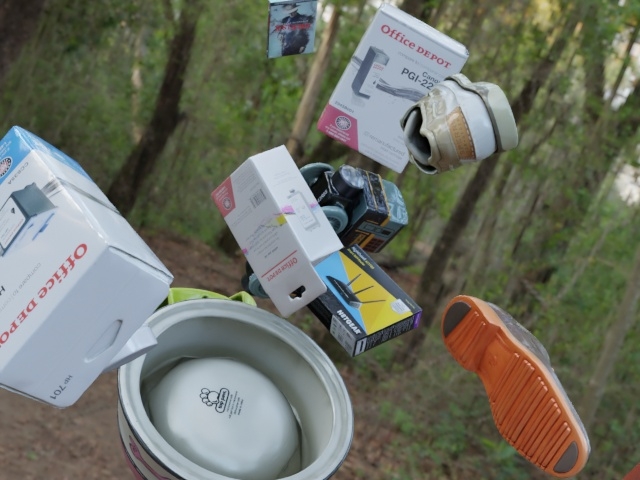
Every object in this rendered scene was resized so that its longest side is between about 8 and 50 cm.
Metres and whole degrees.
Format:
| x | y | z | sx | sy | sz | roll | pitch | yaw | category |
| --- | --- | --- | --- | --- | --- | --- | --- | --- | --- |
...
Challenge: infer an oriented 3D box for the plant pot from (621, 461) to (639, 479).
| x | y | z | sx | sy | sz | roll | pitch | yaw | category |
| --- | --- | --- | --- | --- | --- | --- | --- | --- | --- |
| 0.616 | 0.484 | 1.681 | 0.267 | 0.267 | 0.235 | 43 | 24 | 15 | plant pot |

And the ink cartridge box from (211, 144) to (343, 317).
| x | y | z | sx | sy | sz | roll | pitch | yaw | category |
| --- | --- | --- | --- | --- | --- | --- | --- | --- | --- |
| -0.049 | -0.010 | 1.363 | 0.067 | 0.115 | 0.198 | -24 | 82 | -41 | ink cartridge box |

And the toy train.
| x | y | z | sx | sy | sz | roll | pitch | yaw | category |
| --- | --- | --- | --- | --- | --- | --- | --- | --- | --- |
| 0.000 | 0.000 | 1.792 | 0.190 | 0.334 | 0.142 | 16 | 43 | -31 | toy train |

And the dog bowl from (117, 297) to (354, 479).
| x | y | z | sx | sy | sz | roll | pitch | yaw | category |
| --- | --- | --- | --- | --- | --- | --- | --- | --- | --- |
| -0.158 | 0.297 | 1.735 | 0.408 | 0.150 | 0.408 | 16 | 41 | -14 | dog bowl |

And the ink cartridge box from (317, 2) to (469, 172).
| x | y | z | sx | sy | sz | roll | pitch | yaw | category |
| --- | --- | --- | --- | --- | --- | --- | --- | --- | --- |
| 0.113 | -0.240 | 1.624 | 0.158 | 0.218 | 0.092 | 28 | 18 | -4 | ink cartridge box |

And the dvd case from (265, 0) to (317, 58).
| x | y | z | sx | sy | sz | roll | pitch | yaw | category |
| --- | --- | --- | --- | --- | --- | --- | --- | --- | --- |
| -0.050 | -0.373 | 1.797 | 0.087 | 0.119 | 0.013 | -10 | 49 | -15 | dvd case |

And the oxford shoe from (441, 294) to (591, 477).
| x | y | z | sx | sy | sz | roll | pitch | yaw | category |
| --- | --- | --- | --- | --- | --- | --- | --- | --- | --- |
| 0.328 | 0.216 | 1.600 | 0.132 | 0.130 | 0.364 | 11 | 33 | -33 | oxford shoe |

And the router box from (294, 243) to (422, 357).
| x | y | z | sx | sy | sz | roll | pitch | yaw | category |
| --- | --- | --- | --- | --- | --- | --- | --- | --- | --- |
| 0.054 | 0.092 | 1.640 | 0.133 | 0.046 | 0.179 | -21 | 50 | -30 | router box |

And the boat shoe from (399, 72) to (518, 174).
| x | y | z | sx | sy | sz | roll | pitch | yaw | category |
| --- | --- | --- | --- | --- | --- | --- | --- | --- | --- |
| 0.151 | -0.143 | 1.287 | 0.103 | 0.113 | 0.302 | -20 | 5 | -3 | boat shoe |

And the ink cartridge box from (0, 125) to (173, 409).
| x | y | z | sx | sy | sz | roll | pitch | yaw | category |
| --- | --- | --- | --- | --- | --- | --- | --- | --- | --- |
| -0.226 | 0.018 | 0.825 | 0.190 | 0.140 | 0.082 | 43 | 3 | 41 | ink cartridge box |

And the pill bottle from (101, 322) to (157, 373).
| x | y | z | sx | sy | sz | roll | pitch | yaw | category |
| --- | --- | --- | --- | --- | --- | --- | --- | --- | --- |
| -0.286 | 0.069 | 1.320 | 0.187 | 0.112 | 0.112 | 62 | 10 | 7 | pill bottle |

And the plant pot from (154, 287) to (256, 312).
| x | y | z | sx | sy | sz | roll | pitch | yaw | category |
| --- | --- | --- | --- | --- | --- | --- | --- | --- | --- |
| -0.253 | 0.225 | 2.222 | 0.207 | 0.228 | 0.227 | -3 | -12 | -26 | plant pot |
